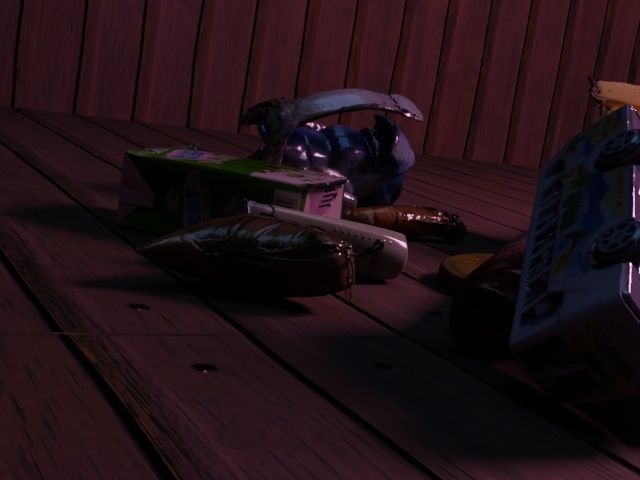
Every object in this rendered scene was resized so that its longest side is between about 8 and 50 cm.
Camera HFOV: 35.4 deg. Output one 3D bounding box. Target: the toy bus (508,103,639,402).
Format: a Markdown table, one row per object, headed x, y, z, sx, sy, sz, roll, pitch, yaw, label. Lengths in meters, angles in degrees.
| x | y | z | sx | sy | sz | roll | pitch | yaw | label |
| --- | --- | --- | --- | --- | --- | --- | --- | --- | --- |
| 0.255 | 0.007 | 0.896 | 0.136 | 0.109 | 0.330 | -29 | 20 | 32 | toy bus |

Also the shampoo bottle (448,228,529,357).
| x | y | z | sx | sy | sz | roll | pitch | yaw | label |
| --- | --- | --- | --- | --- | --- | --- | --- | --- | --- |
| 0.219 | 0.044 | 1.056 | 0.118 | 0.076 | 0.314 | -1 | 11 | 26 | shampoo bottle |

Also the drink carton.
| x | y | z | sx | sy | sz | roll | pitch | yaw | label |
| --- | --- | --- | --- | --- | --- | --- | --- | --- | --- |
| -0.106 | -0.052 | 1.297 | 0.271 | 0.108 | 0.161 | 13 | 11 | 20 | drink carton |

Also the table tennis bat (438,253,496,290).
| x | y | z | sx | sy | sz | roll | pitch | yaw | label |
| --- | --- | --- | --- | --- | --- | --- | --- | --- | --- |
| 0.288 | 0.054 | 1.282 | 0.310 | 0.038 | 0.200 | -2 | 17 | -35 | table tennis bat |

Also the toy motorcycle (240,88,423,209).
| x | y | z | sx | sy | sz | roll | pitch | yaw | label |
| --- | --- | --- | --- | --- | --- | --- | --- | --- | --- |
| 0.031 | -0.127 | 1.613 | 0.319 | 0.182 | 0.241 | 3 | -16 | -30 | toy motorcycle |

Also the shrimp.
| x | y | z | sx | sy | sz | roll | pitch | yaw | label |
| --- | --- | --- | --- | --- | --- | --- | --- | --- | --- |
| 0.118 | -0.025 | 1.569 | 0.236 | 0.053 | 0.133 | 2 | -10 | -17 | shrimp |

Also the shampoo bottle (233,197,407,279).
| x | y | z | sx | sy | sz | roll | pitch | yaw | label |
| --- | --- | --- | --- | --- | --- | --- | --- | --- | --- |
| 0.000 | 0.000 | 1.164 | 0.212 | 0.072 | 0.049 | 15 | 39 | -23 | shampoo bottle |

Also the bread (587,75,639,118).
| x | y | z | sx | sy | sz | roll | pitch | yaw | label |
| --- | --- | --- | --- | --- | --- | --- | --- | --- | --- |
| 0.569 | -0.083 | 1.531 | 0.405 | 0.242 | 0.345 | 12 | 22 | 22 | bread |

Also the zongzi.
| x | y | z | sx | sy | sz | roll | pitch | yaw | label |
| --- | --- | --- | --- | --- | --- | --- | --- | --- | --- |
| -0.060 | 0.021 | 0.990 | 0.189 | 0.081 | 0.178 | 11 | 9 | 40 | zongzi |
